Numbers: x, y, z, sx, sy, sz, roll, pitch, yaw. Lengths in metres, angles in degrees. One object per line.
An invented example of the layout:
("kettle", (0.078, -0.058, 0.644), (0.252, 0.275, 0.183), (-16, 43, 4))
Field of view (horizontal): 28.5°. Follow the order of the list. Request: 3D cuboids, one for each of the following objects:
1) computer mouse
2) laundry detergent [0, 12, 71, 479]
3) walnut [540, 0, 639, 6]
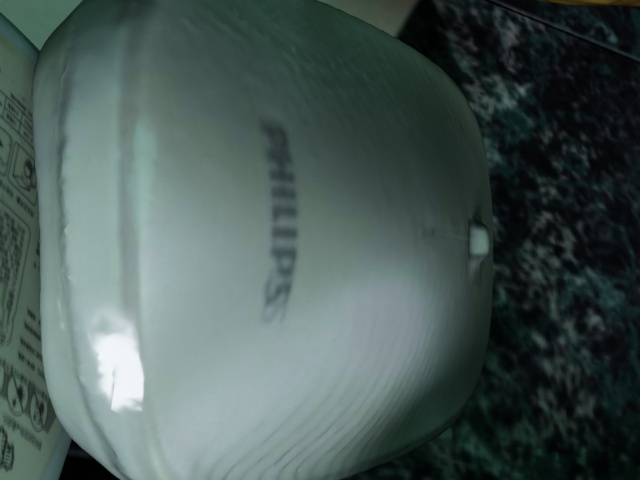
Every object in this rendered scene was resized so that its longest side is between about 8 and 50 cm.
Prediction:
("computer mouse", (0.006, 0.000, 0.515), (0.331, 0.095, 0.197), (1, 88, -59))
("laundry detergent", (-0.142, 0.070, 0.416), (0.105, 0.215, 0.281), (-5, 64, 12))
("walnut", (0.158, -0.311, 0.709), (0.397, 0.308, 0.354), (5, 99, -31))
